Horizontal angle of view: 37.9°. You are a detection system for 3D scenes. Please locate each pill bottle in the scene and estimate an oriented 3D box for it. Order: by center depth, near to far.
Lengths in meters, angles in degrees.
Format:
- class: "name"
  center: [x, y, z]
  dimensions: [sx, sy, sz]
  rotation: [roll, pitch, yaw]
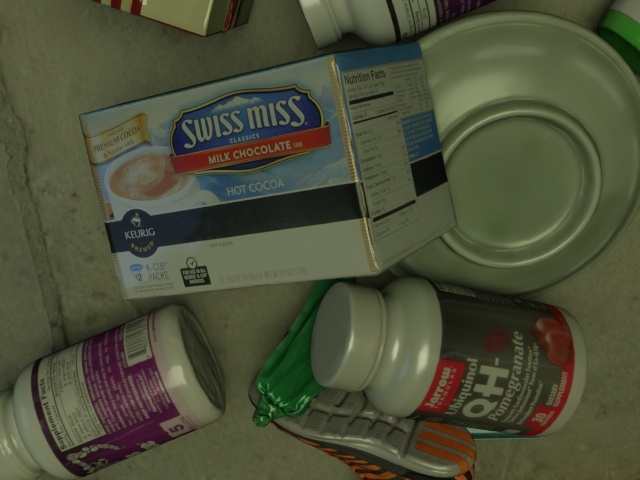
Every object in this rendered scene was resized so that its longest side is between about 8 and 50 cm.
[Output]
- class: "pill bottle"
  center: [0.122, -0.350, 1.121]
  dimensions: [0.323, 0.181, 0.181]
  rotation: [-22, 100, 4]
- class: "pill bottle"
  center: [0.157, 0.142, 1.176]
  dimensions: [0.319, 0.176, 0.176]
  rotation: [12, 100, -19]
- class: "pill bottle"
  center: [-0.291, 0.212, 1.226]
  dimensions: [0.302, 0.169, 0.169]
  rotation: [-23, 100, 4]

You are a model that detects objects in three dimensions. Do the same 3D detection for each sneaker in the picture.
- class: "sneaker"
  center: [0.044, 0.293, 1.267]
  dimensions: [0.321, 0.124, 0.180]
  rotation: [21, 131, 19]

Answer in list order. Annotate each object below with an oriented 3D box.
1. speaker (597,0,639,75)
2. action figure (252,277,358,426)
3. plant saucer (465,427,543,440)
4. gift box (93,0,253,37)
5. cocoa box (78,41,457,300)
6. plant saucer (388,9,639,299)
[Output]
- class: "speaker"
  center: [0.488, -0.340, 1.155]
  dimensions: [0.131, 0.131, 0.296]
  rotation: [42, 97, -7]
- class: "action figure"
  center: [-0.012, 0.151, 1.222]
  dimensions: [0.137, 0.063, 0.232]
  rotation: [44, 65, -5]
- class: "plant saucer"
  center: [0.219, 0.248, 1.315]
  dimensions: [0.192, 0.018, 0.067]
  rotation: [-1, 100, -1]
- class: "gift box"
  center: [-0.191, -0.398, 1.053]
  dimensions: [0.277, 0.255, 0.258]
  rotation: [18, 109, -2]
- class: "cocoa box"
  center: [-0.058, -0.081, 1.078]
  dimensions: [0.347, 0.231, 0.227]
  rotation: [-7, 100, 30]
- class: "plant saucer"
  center: [0.232, -0.079, 1.167]
  dimensions: [0.401, 0.100, 0.400]
  rotation: [-1, 115, -3]
